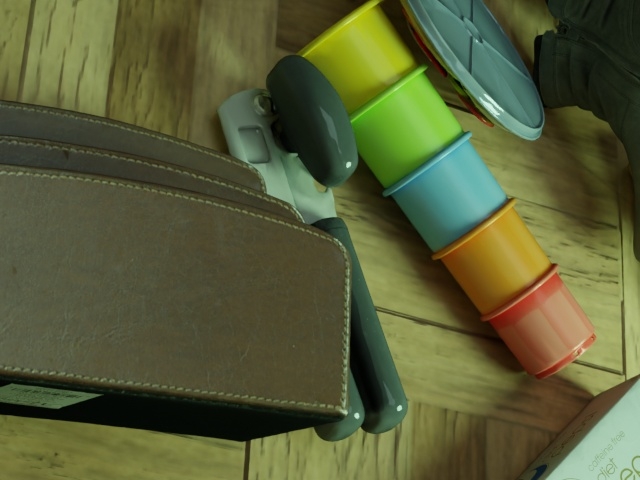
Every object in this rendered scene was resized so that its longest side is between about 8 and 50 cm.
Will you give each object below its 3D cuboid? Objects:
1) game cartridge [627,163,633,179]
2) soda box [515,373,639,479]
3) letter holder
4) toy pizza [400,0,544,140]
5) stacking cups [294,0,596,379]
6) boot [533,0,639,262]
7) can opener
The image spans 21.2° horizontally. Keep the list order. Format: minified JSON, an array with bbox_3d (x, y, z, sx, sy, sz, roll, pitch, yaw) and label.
[{"bbox_3d":[0.427,0.052,1.503,0.285,0.053,0.323,-4,69,-32],"label":"game cartridge"},{"bbox_3d":[0.192,0.193,1.285,0.216,0.069,0.074,-39,90,-37],"label":"soda box"},{"bbox_3d":[-0.144,0.003,1.099,0.302,0.152,0.214,10,74,-27],"label":"letter holder"},{"bbox_3d":[0.111,-0.160,1.372,0.201,0.032,0.201,44,24,-26],"label":"toy pizza"},{"bbox_3d":[0.105,-0.039,1.326,0.316,0.096,0.096,52,53,-3],"label":"stacking cups"},{"bbox_3d":[0.252,-0.107,1.422,0.083,0.161,0.246,-8,108,-50],"label":"boot"},{"bbox_3d":[0.000,0.000,1.239,0.076,0.095,0.283,-5,65,-32],"label":"can opener"}]
